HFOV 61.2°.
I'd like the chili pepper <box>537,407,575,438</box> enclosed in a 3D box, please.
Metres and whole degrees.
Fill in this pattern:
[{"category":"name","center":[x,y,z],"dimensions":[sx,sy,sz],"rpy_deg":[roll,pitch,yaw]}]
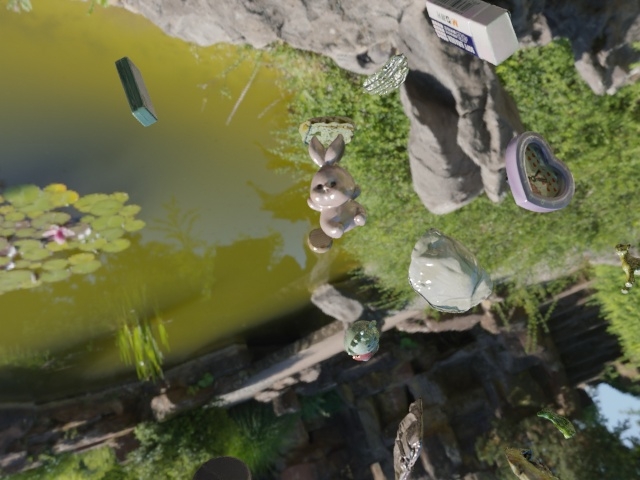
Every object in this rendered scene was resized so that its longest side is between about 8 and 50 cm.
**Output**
[{"category":"chili pepper","center":[0.535,0.409,1.220],"dimensions":[0.030,0.091,0.034],"rpy_deg":[32,96,-46]}]

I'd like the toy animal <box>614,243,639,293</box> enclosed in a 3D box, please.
[{"category":"toy animal","center":[0.928,0.073,1.517],"dimensions":[0.181,0.136,0.073],"rpy_deg":[-3,151,33]}]

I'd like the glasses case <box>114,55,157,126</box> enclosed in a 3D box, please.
[{"category":"glasses case","center":[-0.490,-0.397,1.442],"dimensions":[0.039,0.184,0.078],"rpy_deg":[-25,160,3]}]

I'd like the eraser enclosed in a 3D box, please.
[{"category":"eraser","center":[0.409,-0.591,1.482],"dimensions":[0.086,0.287,0.130],"rpy_deg":[-37,131,3]}]

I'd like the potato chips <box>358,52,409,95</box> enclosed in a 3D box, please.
[{"category":"potato chips","center":[0.168,-0.406,1.339],"dimensions":[0.092,0.028,0.207],"rpy_deg":[7,166,-21]}]

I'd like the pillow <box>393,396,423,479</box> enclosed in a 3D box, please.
[{"category":"pillow","center":[0.212,0.511,1.341],"dimensions":[0.049,0.135,0.248],"rpy_deg":[7,126,1]}]

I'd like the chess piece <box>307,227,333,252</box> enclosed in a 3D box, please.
[{"category":"chess piece","center":[0.000,0.000,1.756],"dimensions":[0.083,0.084,0.038],"rpy_deg":[-17,154,-11]}]

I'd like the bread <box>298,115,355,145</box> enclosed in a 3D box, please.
[{"category":"bread","center":[0.027,-0.439,2.143],"dimensions":[0.232,0.088,0.128],"rpy_deg":[-6,141,-28]}]

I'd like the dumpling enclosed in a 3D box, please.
[{"category":"dumpling","center":[0.470,0.128,2.042],"dimensions":[0.260,0.181,0.341],"rpy_deg":[-46,130,11]}]

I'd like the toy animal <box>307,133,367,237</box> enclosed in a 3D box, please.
[{"category":"toy animal","center":[0.021,-0.118,1.172],"dimensions":[0.124,0.212,0.124],"rpy_deg":[-17,-157,7]}]

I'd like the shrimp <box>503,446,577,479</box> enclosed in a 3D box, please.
[{"category":"shrimp","center":[0.370,0.373,0.843],"dimensions":[0.217,0.150,0.051],"rpy_deg":[27,92,-32]}]

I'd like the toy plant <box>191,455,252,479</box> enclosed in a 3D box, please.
[{"category":"toy plant","center":[-0.255,0.757,1.401],"dimensions":[0.279,0.185,0.400],"rpy_deg":[-1,115,-4]}]

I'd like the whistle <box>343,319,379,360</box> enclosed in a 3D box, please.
[{"category":"whistle","center":[0.121,0.297,1.592],"dimensions":[0.101,0.106,0.253],"rpy_deg":[-15,158,-6]}]

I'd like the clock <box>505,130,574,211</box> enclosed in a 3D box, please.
[{"category":"clock","center":[0.486,-0.140,1.241],"dimensions":[0.172,0.198,0.064],"rpy_deg":[-52,-167,-25]}]
